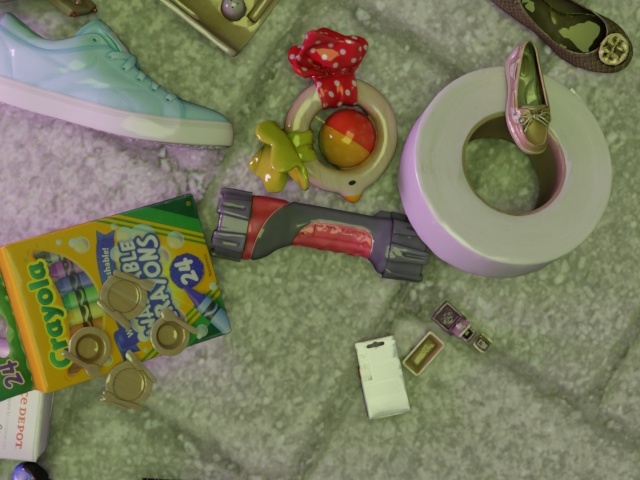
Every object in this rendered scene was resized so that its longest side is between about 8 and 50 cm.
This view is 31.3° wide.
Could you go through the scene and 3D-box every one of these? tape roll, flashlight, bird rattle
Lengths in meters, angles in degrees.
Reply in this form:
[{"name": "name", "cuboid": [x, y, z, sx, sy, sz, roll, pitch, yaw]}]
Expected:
[{"name": "tape roll", "cuboid": [0.256, -0.094, 1.588, 0.286, 0.100, 0.286, 2, 76, -9]}, {"name": "flashlight", "cuboid": [0.000, 0.000, 1.612, 0.304, 0.103, 0.103, 12, 116, -5]}, {"name": "bird rattle", "cuboid": [0.013, -0.168, 1.618, 0.207, 0.143, 0.253, 33, 77, -16]}]

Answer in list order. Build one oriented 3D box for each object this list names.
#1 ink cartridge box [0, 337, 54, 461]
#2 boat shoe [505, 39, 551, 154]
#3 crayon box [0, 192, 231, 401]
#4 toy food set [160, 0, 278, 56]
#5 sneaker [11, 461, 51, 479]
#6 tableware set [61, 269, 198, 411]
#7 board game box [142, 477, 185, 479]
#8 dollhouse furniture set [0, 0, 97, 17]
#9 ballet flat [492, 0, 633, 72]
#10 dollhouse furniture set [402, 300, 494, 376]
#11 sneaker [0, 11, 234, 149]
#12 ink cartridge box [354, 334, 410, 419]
[{"name": "ink cartridge box", "cuboid": [-0.486, 0.215, 1.592, 0.218, 0.092, 0.158, 6, 92, -6]}, {"name": "boat shoe", "cuboid": [0.282, -0.192, 1.539, 0.056, 0.048, 0.153, 1, 76, -10]}, {"name": "crayon box", "cuboid": [-0.303, 0.076, 1.547, 0.323, 0.083, 0.203, -18, 94, -24]}, {"name": "toy food set", "cuboid": [-0.117, -0.441, 1.587, 0.220, 0.092, 0.306, 37, 89, -5]}, {"name": "sneaker", "cuboid": [-0.480, 0.451, 1.581, 0.147, 0.130, 0.330, 27, 94, -4]}, {"name": "tableware set", "cuboid": [-0.254, 0.133, 1.509, 0.141, 0.020, 0.168, 39, 72, -19]}, {"name": "board game box", "cuboid": [-0.186, 0.369, 1.563, 0.136, 0.201, 0.035, 4, 92, -4]}, {"name": "dollhouse furniture set", "cuboid": [-0.365, -0.375, 1.498, 0.129, 0.184, 0.129, 39, 118, 7]}, {"name": "ballet flat", "cuboid": [0.343, -0.321, 1.640, 0.250, 0.058, 0.084, 33, 91, -5]}, {"name": "dollhouse furniture set", "cuboid": [0.184, 0.161, 1.639, 0.091, 0.081, 0.114, 42, 89, -4]}, {"name": "sneaker", "cuboid": [-0.287, -0.223, 1.565, 0.366, 0.135, 0.150, 14, 95, -5]}, {"name": "ink cartridge box", "cuboid": [0.088, 0.197, 1.661, 0.063, 0.029, 0.115, -12, 92, -3]}]
